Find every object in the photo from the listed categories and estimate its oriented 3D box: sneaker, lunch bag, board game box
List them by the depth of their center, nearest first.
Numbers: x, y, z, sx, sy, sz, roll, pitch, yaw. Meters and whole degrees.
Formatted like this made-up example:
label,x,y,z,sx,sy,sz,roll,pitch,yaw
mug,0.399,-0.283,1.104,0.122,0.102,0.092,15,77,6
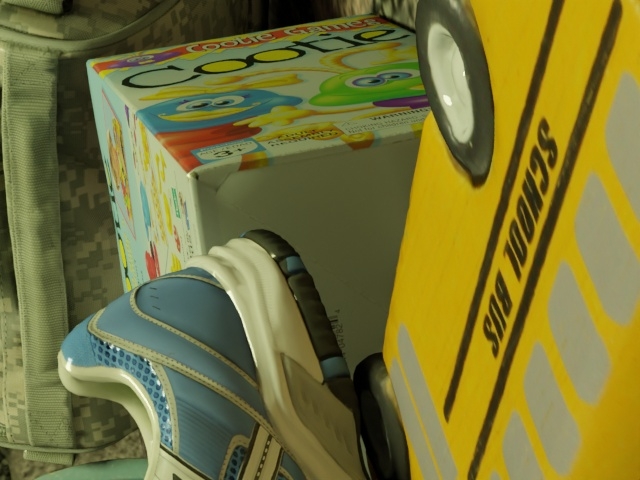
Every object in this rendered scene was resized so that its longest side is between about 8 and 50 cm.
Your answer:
label,x,y,z,sx,sy,sz,roll,pitch,yaw
sneaker,-0.015,0.104,0.607,0.080,0.081,0.211,103,147,-66
board game box,0.000,0.000,0.825,0.275,0.142,0.144,-136,37,-70
lunch bag,-0.138,-0.062,1.116,0.256,0.212,0.305,-87,-1,-55

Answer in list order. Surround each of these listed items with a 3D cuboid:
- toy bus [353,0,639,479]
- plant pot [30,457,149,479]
label,x,y,z,sx,sy,sz,roll,pitch,yaw
toy bus,0.087,0.019,0.506,0.333,0.108,0.130,97,156,-57
plant pot,-0.096,0.333,1.236,0.334,0.341,0.341,87,169,-73
